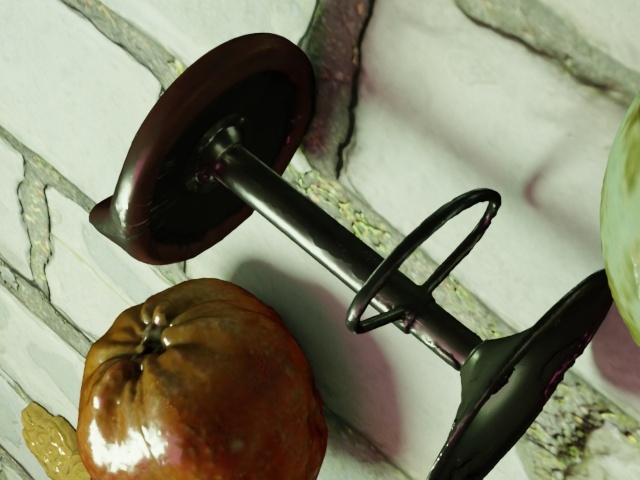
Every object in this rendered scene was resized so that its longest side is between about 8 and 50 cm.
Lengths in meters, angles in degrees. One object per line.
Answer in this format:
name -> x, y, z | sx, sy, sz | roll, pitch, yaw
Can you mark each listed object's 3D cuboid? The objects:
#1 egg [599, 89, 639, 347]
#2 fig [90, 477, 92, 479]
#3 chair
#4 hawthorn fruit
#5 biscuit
egg -> 0.278, -0.018, 0.594 | 0.289, 0.238, 0.238 | -16, 109, 32
fig -> -0.185, 0.350, 1.541 | 0.204, 0.186, 0.249 | -129, 21, -56
chair -> 0.000, 0.000, 0.957 | 0.401, 0.226, 0.226 | 38, 144, 22
hawthorn fruit -> -0.112, 0.174, 1.243 | 0.262, 0.258, 0.258 | 45, 148, -11
biscuit -> -0.362, 0.365, 1.902 | 0.289, 0.044, 0.202 | 40, 145, 15
